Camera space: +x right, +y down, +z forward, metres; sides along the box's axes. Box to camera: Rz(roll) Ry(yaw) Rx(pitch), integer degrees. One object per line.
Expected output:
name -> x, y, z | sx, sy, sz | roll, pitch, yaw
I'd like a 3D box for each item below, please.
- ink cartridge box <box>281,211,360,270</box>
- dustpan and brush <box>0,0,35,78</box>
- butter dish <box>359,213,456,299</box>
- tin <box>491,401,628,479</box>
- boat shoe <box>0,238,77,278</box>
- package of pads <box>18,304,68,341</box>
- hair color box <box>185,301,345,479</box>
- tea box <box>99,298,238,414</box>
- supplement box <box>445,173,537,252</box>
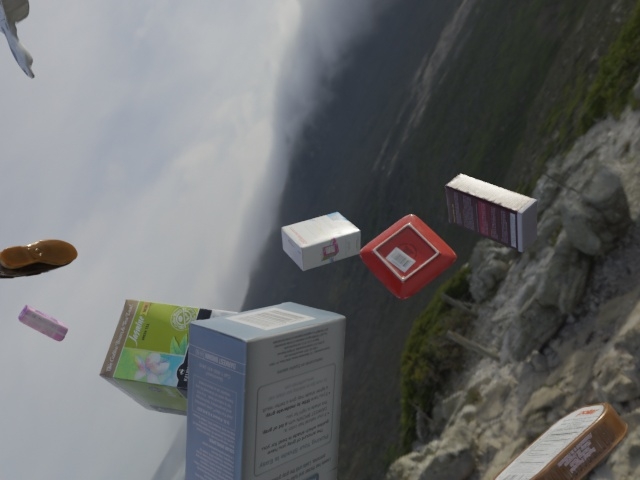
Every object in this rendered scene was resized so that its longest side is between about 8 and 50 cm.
ink cartridge box -> 0.000, 0.000, 1.163 | 0.088, 0.122, 0.052 | 44, 142, 50
dustpan and brush -> -0.434, -0.320, 0.864 | 0.060, 0.211, 0.147 | -36, 3, -30
butter dish -> 0.190, 0.053, 1.365 | 0.160, 0.160, 0.118 | -36, -32, -11
tin -> 0.269, 0.250, 0.721 | 0.189, 0.040, 0.106 | -31, -7, -21
boat shoe -> -0.670, 0.045, 1.469 | 0.073, 0.073, 0.207 | -39, -17, 27
package of pads -> -0.495, 0.148, 1.126 | 0.050, 0.083, 0.032 | 4, 61, 61
hair color box -> -0.073, 0.284, 0.827 | 0.185, 0.113, 0.375 | -5, -80, -49
tea box -> -0.351, 0.332, 1.686 | 0.329, 0.323, 0.220 | 77, -159, -60
supplement box -> 0.446, -0.075, 1.653 | 0.073, 0.239, 0.130 | -37, -47, -26
